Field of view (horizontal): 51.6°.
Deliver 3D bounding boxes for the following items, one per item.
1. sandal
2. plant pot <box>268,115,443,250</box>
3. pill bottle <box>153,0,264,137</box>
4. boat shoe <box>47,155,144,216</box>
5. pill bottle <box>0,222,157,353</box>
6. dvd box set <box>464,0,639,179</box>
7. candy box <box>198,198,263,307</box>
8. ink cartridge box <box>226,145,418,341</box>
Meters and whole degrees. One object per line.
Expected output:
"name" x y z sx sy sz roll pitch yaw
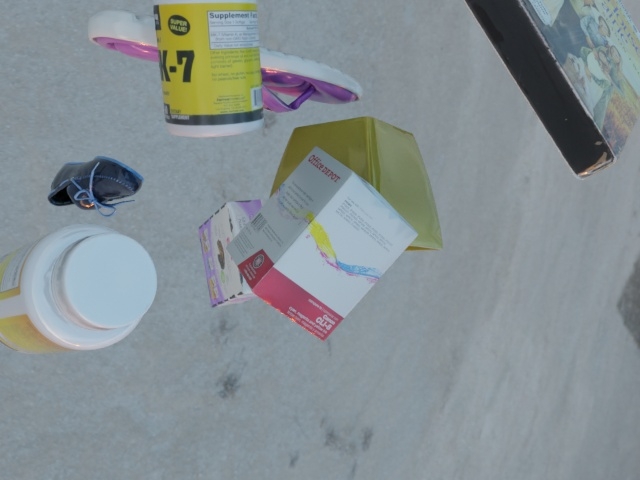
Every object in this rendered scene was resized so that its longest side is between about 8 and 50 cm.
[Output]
"sandal" -0.137 -0.242 0.997 0.417 0.169 0.102 10 95 -23
"plant pot" 0.053 -0.080 1.030 0.212 0.212 0.187 7 82 -54
"pill bottle" -0.131 -0.232 0.772 0.119 0.119 0.208 -24 117 -49
"boat shoe" -0.407 -0.087 1.198 0.109 0.258 0.089 41 63 -32
"pill bottle" -0.245 0.050 0.644 0.117 0.215 0.117 9 76 -39
"dvd box set" 0.356 -0.298 0.939 0.307 0.062 0.420 56 42 -6
"candy box" -0.157 0.028 1.223 0.070 0.196 0.164 -7 81 -27
"ink cartridge box" 0.000 0.000 0.803 0.127 0.128 0.176 39 95 -30
